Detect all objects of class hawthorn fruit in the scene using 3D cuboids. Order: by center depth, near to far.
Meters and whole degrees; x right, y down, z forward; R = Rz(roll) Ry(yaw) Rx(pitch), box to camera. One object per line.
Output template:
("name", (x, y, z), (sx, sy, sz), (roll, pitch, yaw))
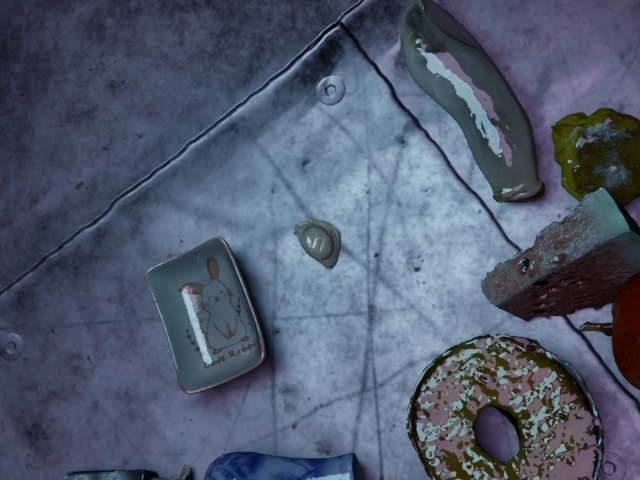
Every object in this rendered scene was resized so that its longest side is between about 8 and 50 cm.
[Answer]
("hawthorn fruit", (0.445, 0.118, 1.236), (0.225, 0.196, 0.196), (1, 82, 32))

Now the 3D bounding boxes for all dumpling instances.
("dumpling", (0.000, -0.001, 1.475), (0.059, 0.043, 0.077), (-37, 68, -13))

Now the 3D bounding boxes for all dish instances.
("dish", (-0.166, 0.118, 1.492), (0.151, 0.077, 0.212), (-25, 75, 15))

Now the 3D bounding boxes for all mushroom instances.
("mushroom", (0.219, -0.208, 1.403), (0.109, 0.097, 0.351), (-34, 76, 12))

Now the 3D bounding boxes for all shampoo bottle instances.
("shampoo bottle", (-0.300, 0.384, 1.509), (0.208, 0.057, 0.063), (-5, 73, 16))

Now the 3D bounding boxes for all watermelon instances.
("watermelon", (0.337, 0.043, 1.330), (0.241, 0.154, 0.094), (-26, 39, 23))

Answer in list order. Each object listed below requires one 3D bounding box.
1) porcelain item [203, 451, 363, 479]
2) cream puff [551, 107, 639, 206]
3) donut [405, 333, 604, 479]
("porcelain item", (-0.068, 0.371, 1.399), (0.259, 0.141, 0.141), (-9, 79, 8))
("cream puff", (0.386, -0.119, 1.330), (0.146, 0.116, 0.146), (-2, 114, -3))
("donut", (0.253, 0.264, 1.323), (0.272, 0.107, 0.272), (-4, 76, 17))
